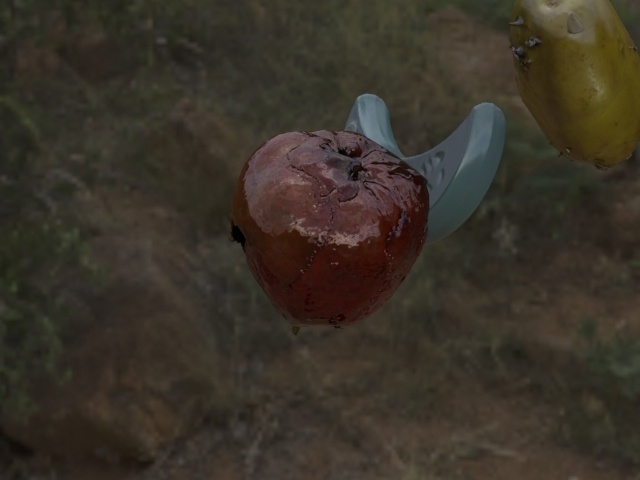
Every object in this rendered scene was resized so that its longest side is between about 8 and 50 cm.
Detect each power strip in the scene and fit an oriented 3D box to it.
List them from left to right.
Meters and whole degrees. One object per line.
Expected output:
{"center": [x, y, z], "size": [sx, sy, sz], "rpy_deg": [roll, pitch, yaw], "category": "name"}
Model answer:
{"center": [0.072, -0.063, 1.311], "size": [0.044, 0.137, 0.216], "rpy_deg": [18, -5, -35], "category": "power strip"}

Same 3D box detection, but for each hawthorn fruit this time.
{"center": [0.000, 0.000, 1.104], "size": [0.148, 0.172, 0.148], "rpy_deg": [12, 37, -9], "category": "hawthorn fruit"}

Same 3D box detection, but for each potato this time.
{"center": [0.292, -0.192, 1.677], "size": [0.140, 0.300, 0.173], "rpy_deg": [-30, 56, 8], "category": "potato"}
